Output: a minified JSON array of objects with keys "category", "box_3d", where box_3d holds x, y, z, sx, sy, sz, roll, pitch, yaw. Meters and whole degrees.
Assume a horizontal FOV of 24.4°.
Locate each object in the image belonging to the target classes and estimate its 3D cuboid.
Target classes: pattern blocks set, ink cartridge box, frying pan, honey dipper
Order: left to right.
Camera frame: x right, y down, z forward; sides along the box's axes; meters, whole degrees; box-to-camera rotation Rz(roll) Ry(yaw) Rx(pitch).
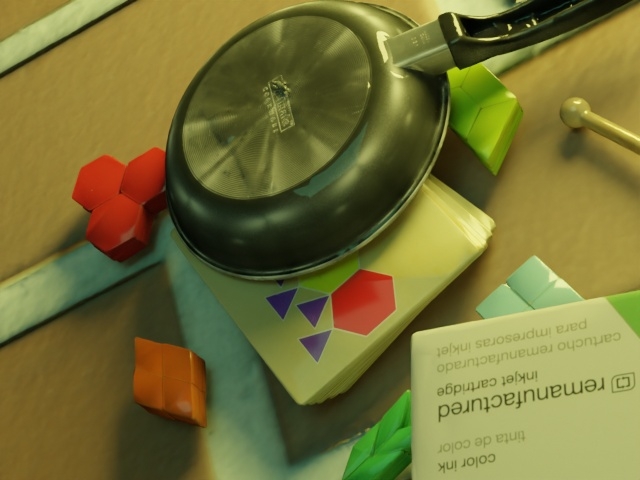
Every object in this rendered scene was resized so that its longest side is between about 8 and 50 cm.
[{"category":"pattern blocks set","box_3d":[0.000,0.000,0.886,0.285,0.026,0.325,-35,51,6]},{"category":"frying pan","box_3d":[0.040,-0.075,0.867,0.326,0.053,0.197,-7,59,29]},{"category":"ink cartridge box","box_3d":[0.150,0.168,0.643,0.201,0.117,0.278,-12,57,22]},{"category":"honey dipper","box_3d":[0.192,-0.044,0.809,0.030,0.030,0.160,-48,48,-5]}]
